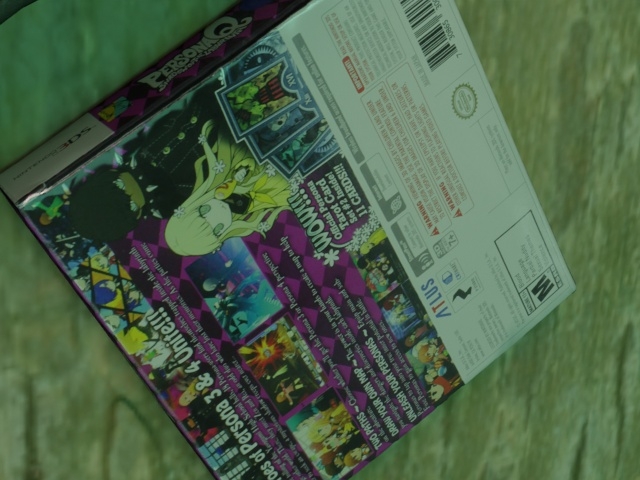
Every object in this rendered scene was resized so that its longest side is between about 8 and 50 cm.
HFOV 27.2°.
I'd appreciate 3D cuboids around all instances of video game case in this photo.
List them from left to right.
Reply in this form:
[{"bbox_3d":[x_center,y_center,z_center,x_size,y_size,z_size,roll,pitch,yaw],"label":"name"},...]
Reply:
[{"bbox_3d":[0.000,0.000,0.614,0.210,0.042,0.232,-38,126,-11],"label":"video game case"}]

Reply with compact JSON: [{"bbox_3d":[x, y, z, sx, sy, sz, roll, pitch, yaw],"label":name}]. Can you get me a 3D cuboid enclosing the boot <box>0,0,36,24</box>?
[{"bbox_3d":[-0.102,-0.101,0.440,0.118,0.338,0.223,65,25,-1],"label":"boot"}]
